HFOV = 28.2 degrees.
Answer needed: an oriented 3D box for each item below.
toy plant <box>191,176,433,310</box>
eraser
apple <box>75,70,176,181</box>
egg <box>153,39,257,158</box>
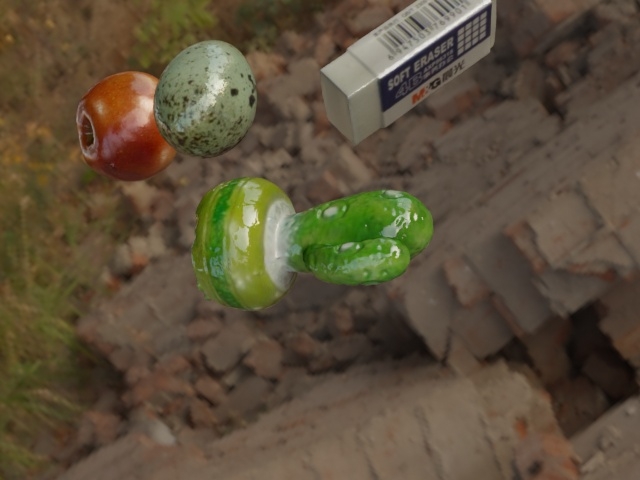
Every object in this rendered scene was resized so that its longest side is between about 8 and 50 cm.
[{"bbox_3d":[0.000,0.000,1.723,0.315,0.185,0.224,-1,22,23],"label":"toy plant"},{"bbox_3d":[0.130,-0.267,1.860,0.279,0.124,0.081,-36,62,-15],"label":"eraser"},{"bbox_3d":[-0.284,-0.165,1.870,0.139,0.163,0.163,-7,24,-19],"label":"apple"},{"bbox_3d":[-0.094,-0.119,1.056,0.085,0.085,0.110,-20,49,35],"label":"egg"}]
